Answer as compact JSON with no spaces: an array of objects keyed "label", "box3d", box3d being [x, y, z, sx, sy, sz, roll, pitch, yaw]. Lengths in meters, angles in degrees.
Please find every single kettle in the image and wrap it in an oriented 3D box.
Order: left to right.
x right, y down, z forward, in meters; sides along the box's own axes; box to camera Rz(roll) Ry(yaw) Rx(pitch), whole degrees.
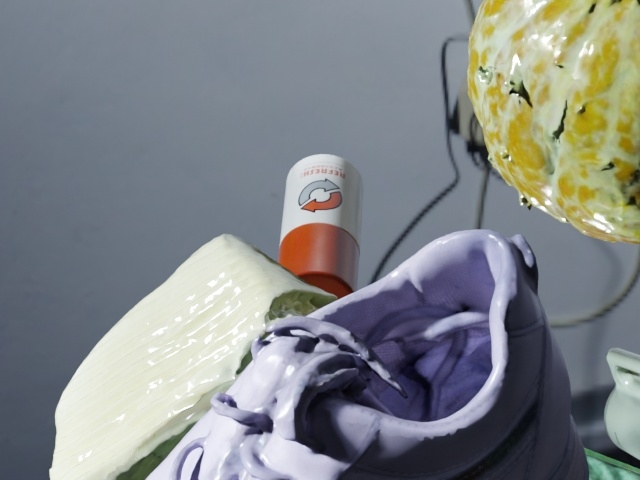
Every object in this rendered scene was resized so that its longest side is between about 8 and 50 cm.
[{"label":"kettle","box3d":[0.356,0.187,1.450,0.127,0.148,0.098,30,88,-24]}]

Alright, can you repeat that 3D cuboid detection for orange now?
[{"label":"orange","box3d":[0.284,-0.152,1.194,0.329,0.329,0.249,-3,144,10]}]

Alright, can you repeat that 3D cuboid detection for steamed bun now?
[{"label":"steamed bun","box3d":[-0.067,0.172,1.264,0.290,0.273,0.272,-36,120,10]}]

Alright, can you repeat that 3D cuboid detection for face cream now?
[{"label":"face cream","box3d":[0.000,0.000,1.678,0.096,0.214,0.095,2,131,2]}]

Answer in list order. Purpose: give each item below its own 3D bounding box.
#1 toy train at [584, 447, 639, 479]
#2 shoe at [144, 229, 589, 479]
[{"label":"toy train","box3d":[0.095,0.187,0.879,0.272,0.159,0.188,20,158,17]},{"label":"shoe","box3d":[-0.015,0.090,0.470,0.245,0.095,0.137,-27,133,-19]}]
